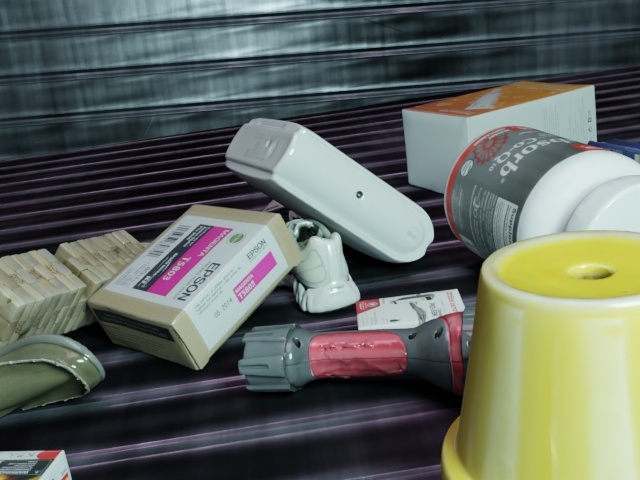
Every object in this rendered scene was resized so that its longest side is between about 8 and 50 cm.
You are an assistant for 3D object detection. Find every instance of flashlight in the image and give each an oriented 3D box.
[{"bbox_3d":[0.060,0.131,0.991,0.304,0.103,0.103,-4,46,15],"label":"flashlight"}]

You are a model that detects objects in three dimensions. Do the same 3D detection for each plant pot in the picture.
[{"bbox_3d":[0.217,0.128,0.695,0.254,0.239,0.254,-6,17,2],"label":"plant pot"}]

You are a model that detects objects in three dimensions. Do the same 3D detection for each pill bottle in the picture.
[{"bbox_3d":[0.330,-0.031,1.198,0.210,0.210,0.363,-12,18,-14],"label":"pill bottle"}]

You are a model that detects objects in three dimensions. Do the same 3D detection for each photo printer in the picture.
[{"bbox_3d":[0.020,-0.071,1.401,0.307,0.107,0.256,32,-4,-26],"label":"photo printer"}]

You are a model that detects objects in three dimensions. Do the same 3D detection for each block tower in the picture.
[{"bbox_3d":[-0.363,0.067,1.235,0.091,0.097,0.335,38,22,14],"label":"block tower"}]

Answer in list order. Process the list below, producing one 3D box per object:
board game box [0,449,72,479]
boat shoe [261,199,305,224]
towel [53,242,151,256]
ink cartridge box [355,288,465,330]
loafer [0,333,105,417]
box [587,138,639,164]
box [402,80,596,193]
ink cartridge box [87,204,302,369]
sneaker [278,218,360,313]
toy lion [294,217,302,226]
[{"bbox_3d":[-0.413,0.269,0.820,0.305,0.053,0.193,-4,18,11],"label":"board game box"},{"bbox_3d":[-0.025,-0.042,1.633,0.226,0.083,0.076,-6,25,47],"label":"boat shoe"},{"bbox_3d":[-0.404,0.054,1.509,0.187,0.049,0.282,4,21,35],"label":"towel"},{"bbox_3d":[0.115,0.108,1.101,0.135,0.056,0.099,-8,16,2],"label":"ink cartridge box"},{"bbox_3d":[-0.375,0.179,1.064,0.251,0.094,0.087,-11,40,21],"label":"loafer"},{"bbox_3d":[0.512,-0.086,1.416,0.036,0.136,0.225,-14,19,-18],"label":"box"},{"bbox_3d":[0.375,-0.218,1.843,0.345,0.168,0.215,-17,20,-28],"label":"box"},{"bbox_3d":[-0.173,0.055,1.228,0.193,0.088,0.234,6,42,42],"label":"ink cartridge box"},{"bbox_3d":[-0.030,0.017,1.359,0.110,0.118,0.292,-17,18,-22],"label":"sneaker"},{"bbox_3d":[0.000,0.000,1.477,0.096,0.034,0.100,27,-1,40],"label":"toy lion"}]
